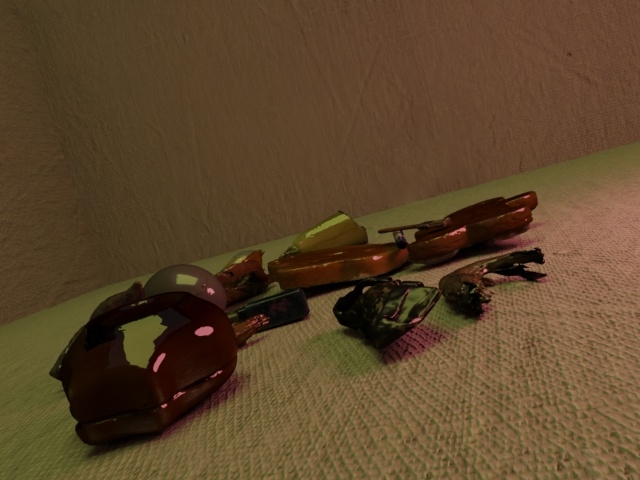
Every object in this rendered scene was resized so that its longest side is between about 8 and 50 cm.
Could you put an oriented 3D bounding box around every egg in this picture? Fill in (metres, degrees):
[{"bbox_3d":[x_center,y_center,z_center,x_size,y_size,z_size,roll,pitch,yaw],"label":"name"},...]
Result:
[{"bbox_3d":[-0.264,0.118,1.185,0.199,0.146,0.146,-15,4,45],"label":"egg"}]

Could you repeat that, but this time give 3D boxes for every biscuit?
[{"bbox_3d":[0.021,0.061,1.356,0.344,0.057,0.287,-7,7,35],"label":"biscuit"},{"bbox_3d":[0.344,-0.031,1.357,0.283,0.064,0.432,-20,3,16],"label":"biscuit"}]

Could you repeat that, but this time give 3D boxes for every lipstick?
[{"bbox_3d":[-0.175,0.153,1.089,0.312,0.051,0.051,-18,6,5],"label":"lipstick"}]

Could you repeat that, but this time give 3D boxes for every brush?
[{"bbox_3d":[0.197,-0.028,1.317,0.170,0.014,0.043,-8,9,36],"label":"brush"}]

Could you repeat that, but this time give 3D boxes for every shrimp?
[{"bbox_3d":[-0.188,0.097,1.490,0.267,0.061,0.145,0,-50,-56],"label":"shrimp"},{"bbox_3d":[0.238,0.055,0.846,0.152,0.046,0.219,-19,4,11],"label":"shrimp"},{"bbox_3d":[-0.155,0.165,1.002,0.163,0.045,0.095,-25,-12,-33],"label":"shrimp"}]

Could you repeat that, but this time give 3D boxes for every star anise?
[{"bbox_3d":[-0.377,0.179,1.087,0.257,0.110,0.198,-34,14,49],"label":"star anise"}]

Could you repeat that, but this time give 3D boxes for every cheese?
[{"bbox_3d":[-0.231,0.102,1.585,0.270,0.069,0.177,-39,-11,-49],"label":"cheese"}]

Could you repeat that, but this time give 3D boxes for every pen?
[{"bbox_3d":[0.171,-0.004,1.319,0.025,0.025,0.204,-16,6,6],"label":"pen"}]

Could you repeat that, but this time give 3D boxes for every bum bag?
[{"bbox_3d":[0.085,0.089,0.808,0.102,0.069,0.248,-16,6,-10],"label":"bum bag"}]

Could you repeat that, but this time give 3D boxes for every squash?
[{"bbox_3d":[-0.003,-0.010,1.971,0.288,0.137,0.137,-18,5,-1],"label":"squash"}]

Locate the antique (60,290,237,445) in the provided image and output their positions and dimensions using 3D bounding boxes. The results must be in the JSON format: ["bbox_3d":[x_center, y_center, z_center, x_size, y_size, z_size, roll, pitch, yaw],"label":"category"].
[{"bbox_3d":[-0.214,0.147,0.785,0.224,0.129,0.278,-13,7,11],"label":"antique"}]
